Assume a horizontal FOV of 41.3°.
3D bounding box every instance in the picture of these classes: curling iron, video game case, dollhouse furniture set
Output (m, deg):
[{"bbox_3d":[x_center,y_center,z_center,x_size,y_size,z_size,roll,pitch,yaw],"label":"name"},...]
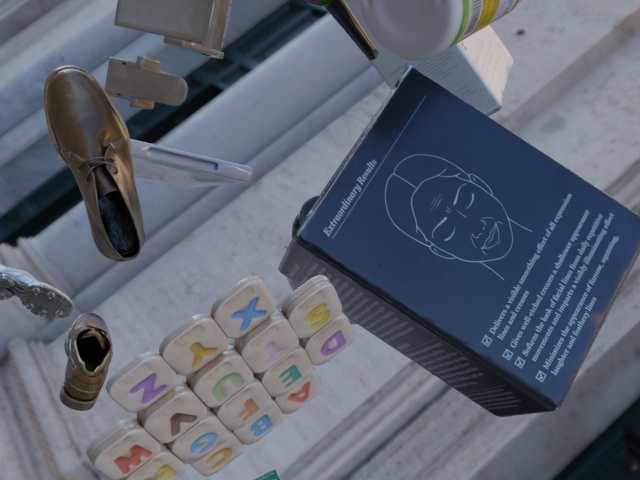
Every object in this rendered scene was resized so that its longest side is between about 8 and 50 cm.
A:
[{"bbox_3d":[-0.013,-0.352,1.189,0.274,0.068,0.035,41,2,-27],"label":"curling iron"},{"bbox_3d":[-0.345,-0.155,1.739,0.300,0.036,0.329,11,-5,-32],"label":"video game case"},{"bbox_3d":[-0.166,-0.355,1.431,0.174,0.303,0.355,16,10,22],"label":"dollhouse furniture set"}]

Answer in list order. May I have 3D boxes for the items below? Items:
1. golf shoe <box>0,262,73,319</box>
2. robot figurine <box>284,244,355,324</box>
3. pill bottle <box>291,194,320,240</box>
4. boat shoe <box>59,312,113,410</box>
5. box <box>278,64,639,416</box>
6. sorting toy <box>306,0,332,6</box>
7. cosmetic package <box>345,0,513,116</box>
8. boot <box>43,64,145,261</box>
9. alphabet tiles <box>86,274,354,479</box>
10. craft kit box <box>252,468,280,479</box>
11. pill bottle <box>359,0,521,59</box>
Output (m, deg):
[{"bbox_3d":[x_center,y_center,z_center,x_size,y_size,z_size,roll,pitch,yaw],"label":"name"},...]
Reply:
[{"bbox_3d":[-0.546,0.086,1.601,0.176,0.069,0.086,26,24,-18],"label":"golf shoe"},{"bbox_3d":[0.058,0.059,2.036,0.353,0.200,0.300,-4,-81,42],"label":"robot figurine"},{"bbox_3d":[0.000,0.000,1.779,0.123,0.123,0.219,47,-21,19],"label":"pill bottle"},{"bbox_3d":[-0.504,0.241,1.885,0.110,0.104,0.307,16,25,-22],"label":"boat shoe"},{"bbox_3d":[0.188,0.012,1.173,0.395,0.293,0.212,34,-17,0],"label":"box"},{"bbox_3d":[-0.022,-0.328,1.049,0.061,0.042,0.102,-8,-54,28],"label":"sorting toy"},{"bbox_3d":[0.167,-0.392,1.507,0.385,0.156,0.217,50,35,-19],"label":"cosmetic package"},{"bbox_3d":[-0.323,-0.114,1.258,0.115,0.112,0.305,-165,-124,-71],"label":"boot"},{"bbox_3d":[-0.090,0.151,0.858,0.021,0.284,0.278,47,-12,32],"label":"alphabet tiles"},{"bbox_3d":[-0.123,0.483,1.177,0.247,0.250,0.061,64,-31,11],"label":"craft kit box"},{"bbox_3d":[0.171,-0.322,1.037,0.136,0.245,0.136,26,-47,31],"label":"pill bottle"}]
